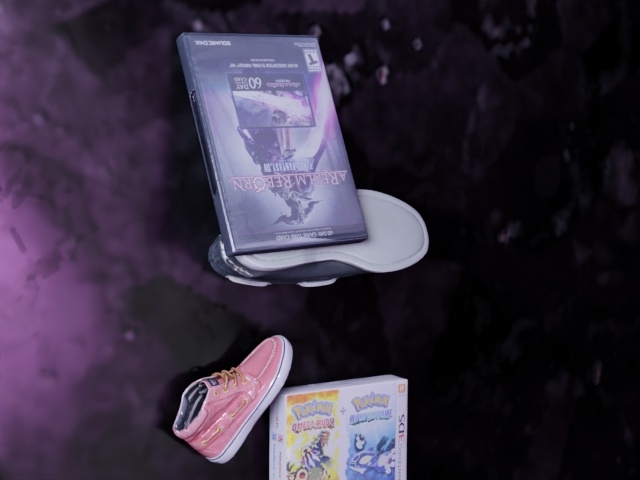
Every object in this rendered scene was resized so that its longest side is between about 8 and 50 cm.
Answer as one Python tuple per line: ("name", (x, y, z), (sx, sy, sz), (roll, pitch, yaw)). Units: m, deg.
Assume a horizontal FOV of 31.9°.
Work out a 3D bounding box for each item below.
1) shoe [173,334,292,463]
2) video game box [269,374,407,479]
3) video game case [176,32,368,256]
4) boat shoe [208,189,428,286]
("shoe", (-0.107, 0.181, 1.374), (0.081, 0.063, 0.178), (41, 74, -35))
("video game box", (0.026, 0.281, 1.487), (0.205, 0.048, 0.187), (-2, 92, -35))
("video game case", (-0.057, -0.122, 1.358), (0.196, 0.026, 0.274), (-6, 75, -35))
("boat shoe", (0.000, 0.000, 1.425), (0.302, 0.091, 0.114), (3, 70, -33))
